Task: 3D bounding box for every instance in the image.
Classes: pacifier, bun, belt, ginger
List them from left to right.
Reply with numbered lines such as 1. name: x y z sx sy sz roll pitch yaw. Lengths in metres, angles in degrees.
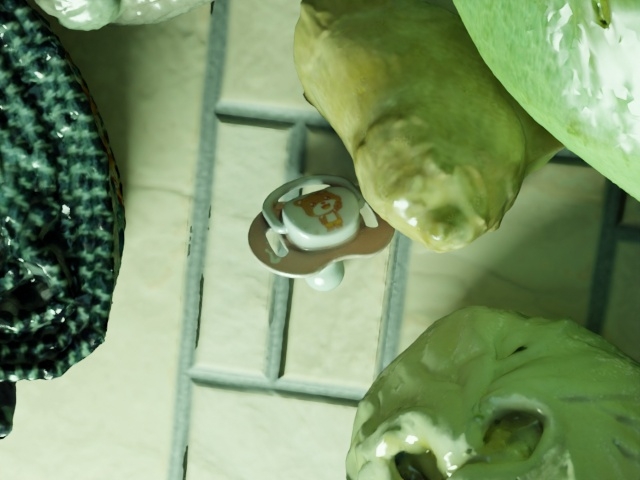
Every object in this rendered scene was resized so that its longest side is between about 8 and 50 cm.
1. belt: -0.231 -0.039 0.859 0.207 0.160 0.295 -32 100 -7
2. pacifier: 0.000 0.000 0.900 0.099 0.081 0.078 -18 136 -12
3. ginger: 0.048 -0.077 0.849 0.193 0.122 0.115 39 123 1
4. bun: 0.117 0.136 0.835 0.231 0.133 0.231 -2 59 3

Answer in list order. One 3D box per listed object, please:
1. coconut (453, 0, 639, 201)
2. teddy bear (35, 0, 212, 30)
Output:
1. coconut: 0.223 -0.152 0.731 0.328 0.328 0.281 9 85 3
2. teddy bear: -0.128 -0.261 0.801 0.236 0.151 0.267 -17 106 15
